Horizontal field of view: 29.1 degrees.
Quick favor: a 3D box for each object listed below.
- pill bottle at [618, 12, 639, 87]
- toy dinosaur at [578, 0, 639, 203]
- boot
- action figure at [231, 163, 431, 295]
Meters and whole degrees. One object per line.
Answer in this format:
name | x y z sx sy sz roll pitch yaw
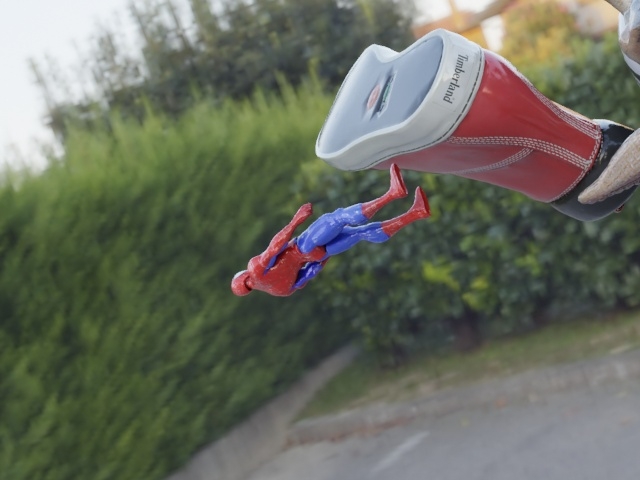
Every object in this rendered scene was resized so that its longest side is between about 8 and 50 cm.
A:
pill bottle | 0.294 -0.119 0.805 0.162 0.278 0.162 -26 34 19
toy dinosaur | 0.251 -0.124 0.599 0.296 0.200 0.127 -63 11 2
boot | 0.104 -0.061 0.816 0.176 0.088 0.244 22 -4 -18
action figure | 0.000 0.000 0.634 0.115 0.030 0.038 -31 -40 21
